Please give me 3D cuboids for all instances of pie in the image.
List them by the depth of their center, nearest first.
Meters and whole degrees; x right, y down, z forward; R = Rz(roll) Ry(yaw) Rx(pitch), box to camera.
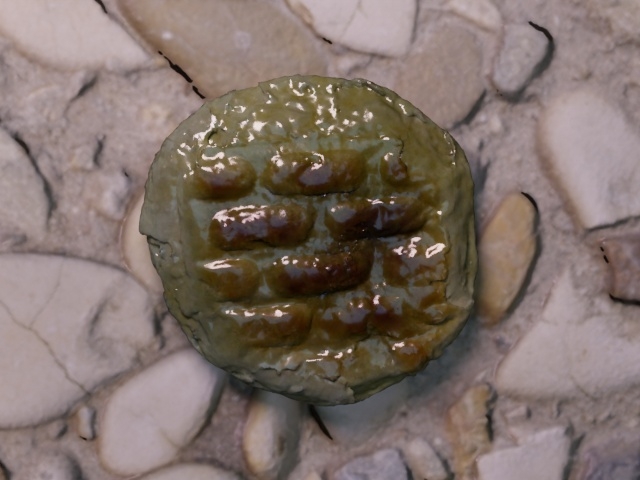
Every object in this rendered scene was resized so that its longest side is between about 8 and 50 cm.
[{"bbox_3d":[0.000,0.000,1.666,0.306,0.071,0.306,-2,106,-7],"label":"pie"}]
